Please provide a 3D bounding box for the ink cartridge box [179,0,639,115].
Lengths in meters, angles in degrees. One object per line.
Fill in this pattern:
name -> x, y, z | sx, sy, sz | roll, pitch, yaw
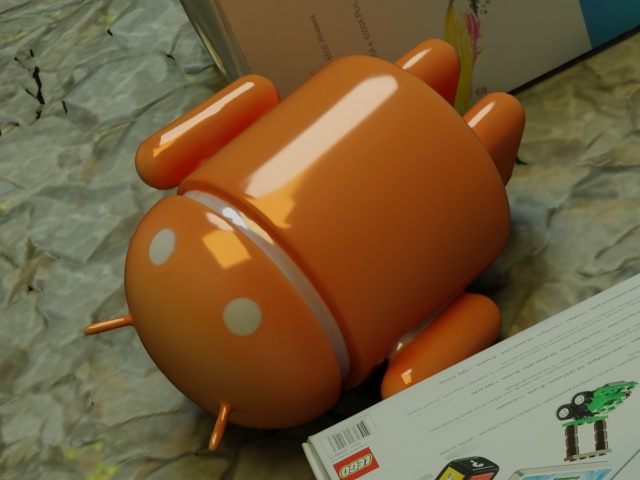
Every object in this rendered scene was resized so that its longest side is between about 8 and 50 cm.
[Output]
ink cartridge box -> 0.035, -0.174, 0.967 | 0.232, 0.168, 0.171 | -28, 40, -4

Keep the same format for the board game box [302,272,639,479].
board game box -> 0.158, 0.075, 0.690 | 0.305, 0.053, 0.193 | -26, 28, -3

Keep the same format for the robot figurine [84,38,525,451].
robot figurine -> 0.001, 0.001, 0.819 | 0.219, 0.158, 0.128 | -40, 19, -21
